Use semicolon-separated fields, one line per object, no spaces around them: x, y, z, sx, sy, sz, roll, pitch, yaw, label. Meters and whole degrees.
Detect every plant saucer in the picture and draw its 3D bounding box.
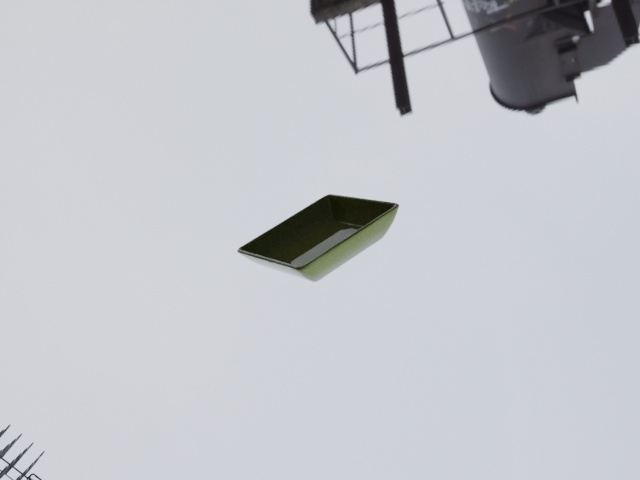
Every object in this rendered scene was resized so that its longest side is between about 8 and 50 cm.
0.000;0.000;1.168;0.188;0.045;0.188;-33;-157;-25;plant saucer

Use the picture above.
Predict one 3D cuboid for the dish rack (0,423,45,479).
-0.475;0.312;1.144;0.271;0.208;0.074;40;-95;-4;dish rack
